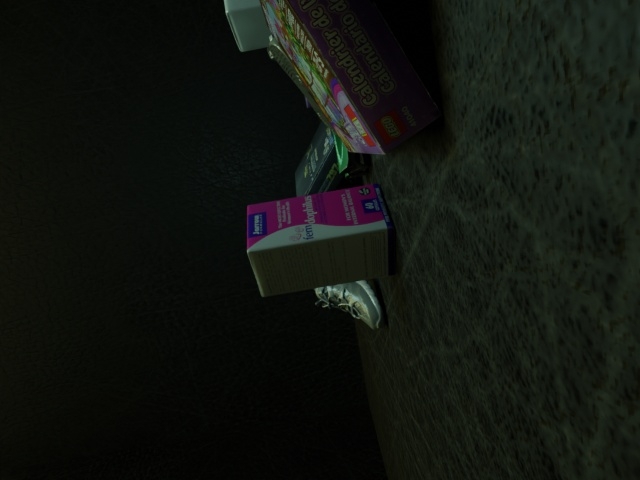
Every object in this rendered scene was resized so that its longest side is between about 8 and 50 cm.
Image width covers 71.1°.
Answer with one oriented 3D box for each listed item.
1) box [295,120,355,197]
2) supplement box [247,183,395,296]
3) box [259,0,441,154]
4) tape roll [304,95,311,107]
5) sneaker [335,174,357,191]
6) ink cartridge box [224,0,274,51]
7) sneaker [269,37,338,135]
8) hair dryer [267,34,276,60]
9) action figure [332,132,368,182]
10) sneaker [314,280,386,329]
[{"bbox_3d":[0.005,-0.183,1.051,0.184,0.059,0.233,-60,18,25],"label":"box"},{"bbox_3d":[0.000,0.000,0.720,0.114,0.219,0.111,79,-179,-45],"label":"supplement box"},{"bbox_3d":[0.010,-0.187,0.458,0.201,0.057,0.293,55,-175,-10],"label":"box"},{"bbox_3d":[-0.016,-0.474,1.105,0.275,0.090,0.275,-10,-90,-89],"label":"tape roll"},{"bbox_3d":[0.059,-0.018,1.103,0.122,0.109,0.283,-107,5,-63],"label":"sneaker"},{"bbox_3d":[-0.093,-0.562,0.916,0.121,0.210,0.290,72,-171,-75],"label":"ink cartridge box"},{"bbox_3d":[0.035,-0.250,0.690,0.222,0.118,0.083,47,178,-30],"label":"sneaker"},{"bbox_3d":[-0.064,-0.439,0.696,0.293,0.080,0.224,-23,103,51],"label":"hair dryer"},{"bbox_3d":[0.038,-0.233,0.832,0.137,0.063,0.233,55,-159,-84],"label":"action figure"},{"bbox_3d":[0.046,0.137,1.071,0.281,0.115,0.105,36,153,48],"label":"sneaker"}]
